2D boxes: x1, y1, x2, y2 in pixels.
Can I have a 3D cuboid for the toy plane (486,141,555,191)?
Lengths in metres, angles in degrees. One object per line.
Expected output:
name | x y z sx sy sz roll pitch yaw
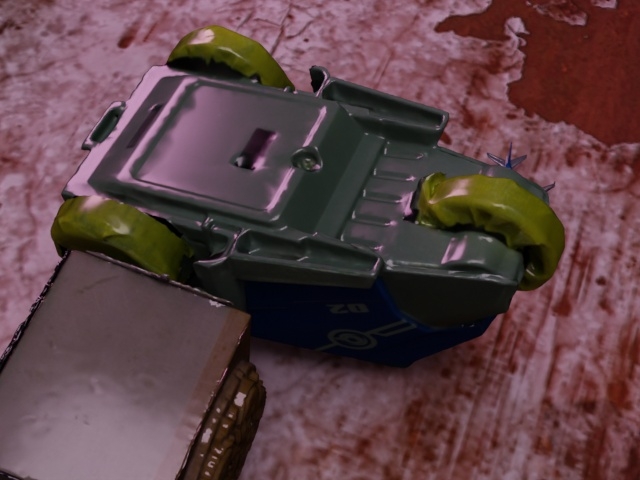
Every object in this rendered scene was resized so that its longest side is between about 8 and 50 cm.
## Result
toy plane | 0.157 -0.040 0.761 0.077 0.024 0.084 3 64 -2

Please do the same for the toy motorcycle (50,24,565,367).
toy motorcycle | 0.000 0.000 0.639 0.326 0.200 0.191 16 58 19

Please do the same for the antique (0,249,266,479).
antique | -0.118 0.113 0.574 0.147 0.152 0.147 20 60 7
